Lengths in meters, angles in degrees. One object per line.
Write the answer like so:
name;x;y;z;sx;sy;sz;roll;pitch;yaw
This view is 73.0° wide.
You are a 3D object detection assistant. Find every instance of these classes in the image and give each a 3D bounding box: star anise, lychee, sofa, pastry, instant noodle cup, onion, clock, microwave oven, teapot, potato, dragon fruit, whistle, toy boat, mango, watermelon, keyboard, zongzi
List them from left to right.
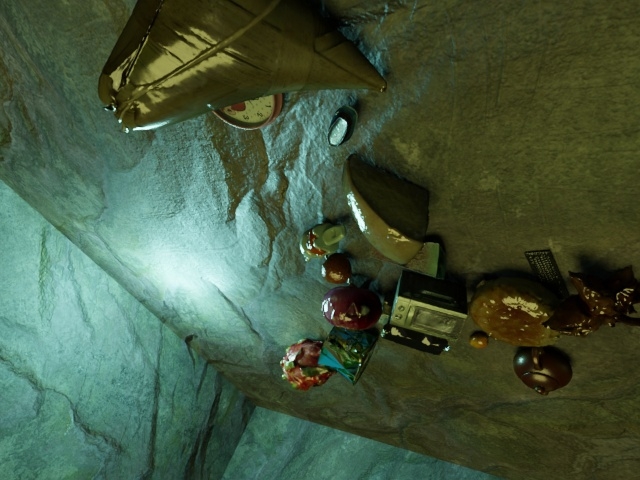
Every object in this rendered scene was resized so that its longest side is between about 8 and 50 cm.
zongzi;-0.187;-0.289;0.894;0.467;0.218;0.500;39;116;-16
clock;-0.201;-0.378;1.050;0.244;0.056;0.244;18;143;14
dragon fruit;-0.051;0.604;2.100;0.302;0.231;0.237;-12;119;30
whistle;0.002;0.001;1.368;0.253;0.105;0.102;-21;100;55
lychee;0.051;0.084;1.462;0.101;0.140;0.114;-3;129;-20
toy boat;0.053;-0.269;1.019;0.060;0.061;0.137;35;155;3
instant noodle cup;0.117;0.460;1.814;0.178;0.240;0.240;25;147;18
onion;0.119;0.236;1.521;0.207;0.201;0.200;41;144;-24
potato;0.135;-0.057;1.127;0.264;0.189;0.211;28;146;-1
watermelon;0.257;0.049;1.291;0.241;0.095;0.154;14;172;27
sofa;0.337;0.268;1.481;0.258;0.182;0.200;16;161;12
microwave oven;0.328;0.189;1.306;0.204;0.163;0.129;14;125;8
mango;0.554;0.353;1.520;0.060;0.046;0.089;31;159;-2
pastry;0.561;0.198;1.239;0.257;0.121;0.236;36;143;2
teapot;0.726;0.430;1.424;0.178;0.135;0.252;-5;136;32
keyboard;0.614;0.097;1.166;0.067;0.011;0.202;-8;132;42
star anise;0.718;0.148;1.036;0.346;0.148;0.237;-15;130;36

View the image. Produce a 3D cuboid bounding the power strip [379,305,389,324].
power strip;0.337;0.314;1.604;0.272;0.052;0.078;20;146;11
